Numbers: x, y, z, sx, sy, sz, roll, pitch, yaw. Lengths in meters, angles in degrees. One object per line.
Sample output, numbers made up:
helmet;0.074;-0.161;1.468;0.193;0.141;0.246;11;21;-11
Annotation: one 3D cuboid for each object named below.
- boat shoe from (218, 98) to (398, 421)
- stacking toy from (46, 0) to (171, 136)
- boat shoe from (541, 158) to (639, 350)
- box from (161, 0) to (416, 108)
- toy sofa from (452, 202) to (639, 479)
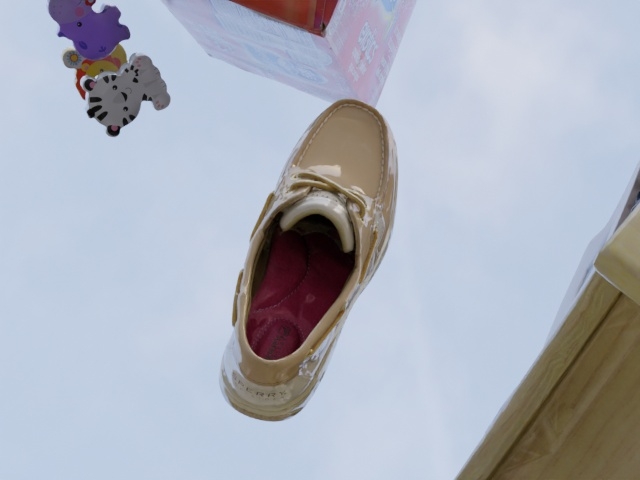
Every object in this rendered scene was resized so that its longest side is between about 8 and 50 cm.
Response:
boat shoe;0.000;0.000;0.834;0.063;0.170;0.059;17;-27;2
stacking toy;-0.171;-0.175;1.149;0.052;0.167;0.221;-28;-73;-6
boat shoe;0.235;0.059;1.142;0.158;0.340;0.127;23;-109;5
box;-0.016;-0.175;1.126;0.128;0.257;0.123;22;-93;10
toy sofa;0.174;0.087;0.861;0.150;0.177;0.362;39;-33;11
